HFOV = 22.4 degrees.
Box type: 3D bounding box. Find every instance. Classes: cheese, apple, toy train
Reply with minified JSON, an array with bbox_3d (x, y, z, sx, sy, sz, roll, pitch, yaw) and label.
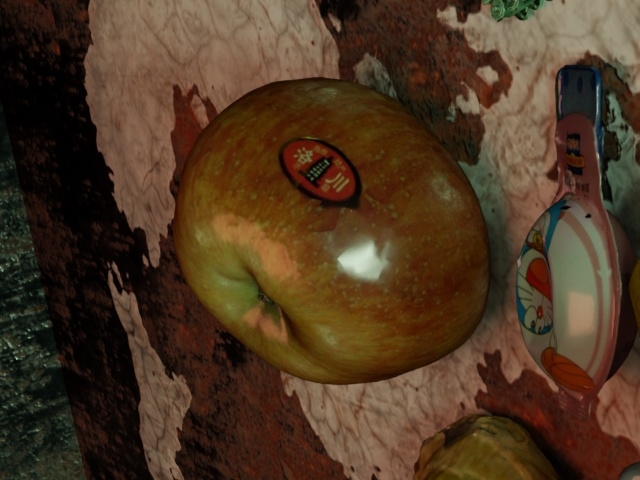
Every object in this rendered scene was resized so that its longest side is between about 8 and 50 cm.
[{"bbox_3d":[0.207,0.002,1.297,0.189,0.074,0.285,-150,59,-75],"label":"cheese"},{"bbox_3d":[0.000,0.000,1.505,0.309,0.250,0.277,42,139,42],"label":"apple"},{"bbox_3d":[0.162,-0.211,1.316,0.083,0.033,0.053,-29,74,63],"label":"toy train"}]

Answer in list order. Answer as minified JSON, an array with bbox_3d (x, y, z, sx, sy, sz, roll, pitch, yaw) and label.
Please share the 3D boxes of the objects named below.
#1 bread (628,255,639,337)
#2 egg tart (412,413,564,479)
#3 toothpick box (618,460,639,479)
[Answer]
[{"bbox_3d":[0.320,0.011,1.062,0.166,0.112,0.383,64,153,15],"label":"bread"},{"bbox_3d":[0.156,0.307,1.542,0.290,0.115,0.290,36,134,50],"label":"egg tart"},{"bbox_3d":[0.296,0.178,1.004,0.229,0.229,0.316,55,164,30],"label":"toothpick box"}]
